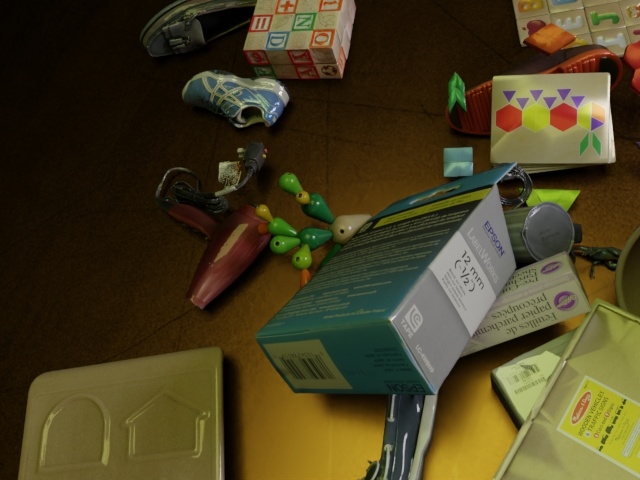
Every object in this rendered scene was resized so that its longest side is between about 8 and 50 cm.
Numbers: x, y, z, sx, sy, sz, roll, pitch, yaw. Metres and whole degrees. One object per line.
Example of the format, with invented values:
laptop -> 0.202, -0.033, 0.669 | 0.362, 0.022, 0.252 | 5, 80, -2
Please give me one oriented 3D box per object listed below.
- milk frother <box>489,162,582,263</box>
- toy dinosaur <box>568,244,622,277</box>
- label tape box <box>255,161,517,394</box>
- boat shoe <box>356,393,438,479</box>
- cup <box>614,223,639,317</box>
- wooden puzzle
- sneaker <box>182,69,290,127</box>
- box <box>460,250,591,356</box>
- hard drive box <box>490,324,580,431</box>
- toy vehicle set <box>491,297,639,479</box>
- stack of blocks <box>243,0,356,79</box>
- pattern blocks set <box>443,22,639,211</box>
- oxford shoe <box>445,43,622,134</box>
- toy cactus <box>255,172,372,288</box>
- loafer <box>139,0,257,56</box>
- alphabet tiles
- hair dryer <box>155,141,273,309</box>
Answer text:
milk frother -> 0.284, -0.041, 0.895 | 0.129, 0.135, 0.143 | -20, 94, -22
toy dinosaur -> 0.404, 0.024, 0.917 | 0.090, 0.047, 0.082 | -28, 45, -37
label tape box -> 0.114, 0.049, 0.846 | 0.249, 0.115, 0.348 | -16, 20, 48
boat shoe -> 0.092, 0.304, 0.826 | 0.079, 0.095, 0.254 | 10, 67, 18
cup -> 0.553, 0.013, 0.743 | 0.331, 0.330, 0.237 | 25, 50, 24
wooden puzzle -> -0.285, 0.342, 0.927 | 0.323, 0.080, 0.347 | -10, 59, 10
sneaker -> -0.165, -0.258, 1.171 | 0.211, 0.080, 0.081 | 7, 64, 20
box -> 0.185, 0.112, 0.846 | 0.324, 0.063, 0.067 | -25, 16, 23
hard drive box -> 0.350, 0.234, 0.791 | 0.181, 0.089, 0.232 | -27, 61, 2
toy vehicle set -> 0.335, 0.216, 0.732 | 0.166, 0.035, 0.266 | 29, 75, 25
stack of blocks -> -0.025, -0.455, 1.221 | 0.171, 0.087, 0.296 | 3, 66, 17
pattern blocks set -> 0.351, -0.180, 0.960 | 0.325, 0.026, 0.285 | 10, 94, 12
oxford shoe -> 0.338, -0.247, 1.038 | 0.272, 0.096, 0.098 | -14, 33, 13
toy cactus -> 0.000, 0.000, 0.987 | 0.181, 0.112, 0.218 | -15, 80, -30
loafer -> -0.231, -0.437, 1.269 | 0.268, 0.096, 0.084 | -29, 67, -2
alphabet tiles -> 0.513, -0.435, 1.108 | 0.343, 0.011, 0.284 | -7, 64, 12
hair dryer -> -0.181, -0.019, 1.082 | 0.224, 0.080, 0.293 | -16, 55, 23
